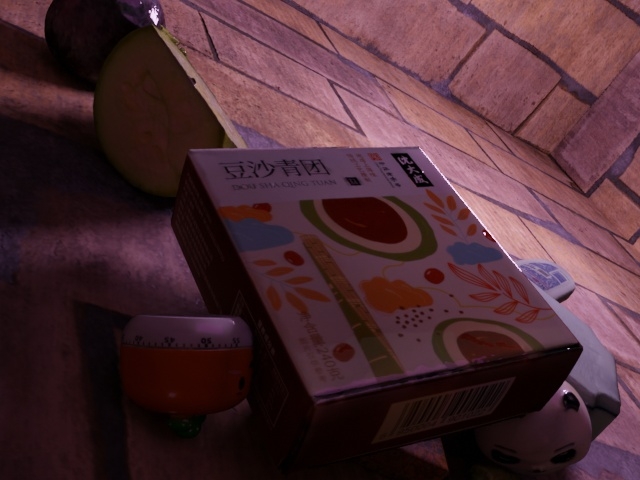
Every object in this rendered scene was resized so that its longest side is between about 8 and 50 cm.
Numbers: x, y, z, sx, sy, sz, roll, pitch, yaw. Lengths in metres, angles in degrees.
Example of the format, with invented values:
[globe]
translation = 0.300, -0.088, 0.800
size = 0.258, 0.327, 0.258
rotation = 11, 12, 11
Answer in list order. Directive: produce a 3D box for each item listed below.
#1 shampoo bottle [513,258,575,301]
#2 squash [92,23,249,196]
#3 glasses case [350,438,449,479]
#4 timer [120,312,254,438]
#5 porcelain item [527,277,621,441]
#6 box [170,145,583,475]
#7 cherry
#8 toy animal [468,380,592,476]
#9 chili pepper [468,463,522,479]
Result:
[shampoo bottle]
translation = 0.447, 0.097, 1.701
size = 0.134, 0.078, 0.359
rotation = 42, 23, 22
[squash]
translation = -0.163, -0.181, 1.198
size = 0.233, 0.210, 0.309
rotation = 54, 30, 10
[glasses case]
translation = 0.047, 0.222, 0.919
size = 0.218, 0.049, 0.075
rotation = 28, 27, -21
[timer]
translation = -0.130, 0.132, 0.772
size = 0.136, 0.136, 0.099
rotation = 38, -7, 4
[porcelain item]
translation = 0.310, 0.185, 1.232
size = 0.286, 0.157, 0.281
rotation = 38, 25, 2
[box]
translation = 0.050, 0.049, 0.931
size = 0.345, 0.122, 0.385
rotation = -5, 45, -29
[cherry]
translation = -0.345, -0.347, 1.282
size = 0.195, 0.195, 0.195
rotation = 30, 23, -15
[toy animal]
translation = 0.261, 0.238, 1.018
size = 0.179, 0.166, 0.138
rotation = 59, 26, -76
[chili pepper]
translation = 0.264, 0.333, 1.029
size = 0.208, 0.049, 0.043
rotation = 29, 65, -23
